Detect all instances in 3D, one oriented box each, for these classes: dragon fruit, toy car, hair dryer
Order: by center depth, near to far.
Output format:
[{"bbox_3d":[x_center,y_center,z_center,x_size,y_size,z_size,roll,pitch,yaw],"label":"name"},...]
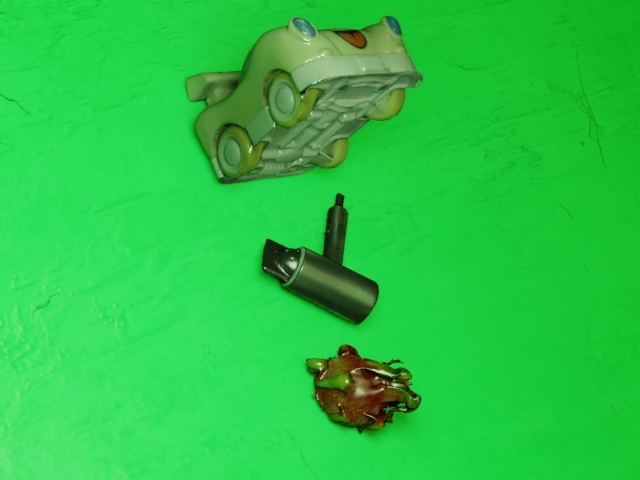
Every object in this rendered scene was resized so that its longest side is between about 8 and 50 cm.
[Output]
[{"bbox_3d":[0.074,0.226,1.793,0.142,0.175,0.138,35,51,-57],"label":"dragon fruit"},{"bbox_3d":[-0.040,-0.247,1.823,0.242,0.336,0.226,-10,69,-40],"label":"toy car"},{"bbox_3d":[0.000,0.000,1.901,0.196,0.078,0.248,28,41,-20],"label":"hair dryer"}]
